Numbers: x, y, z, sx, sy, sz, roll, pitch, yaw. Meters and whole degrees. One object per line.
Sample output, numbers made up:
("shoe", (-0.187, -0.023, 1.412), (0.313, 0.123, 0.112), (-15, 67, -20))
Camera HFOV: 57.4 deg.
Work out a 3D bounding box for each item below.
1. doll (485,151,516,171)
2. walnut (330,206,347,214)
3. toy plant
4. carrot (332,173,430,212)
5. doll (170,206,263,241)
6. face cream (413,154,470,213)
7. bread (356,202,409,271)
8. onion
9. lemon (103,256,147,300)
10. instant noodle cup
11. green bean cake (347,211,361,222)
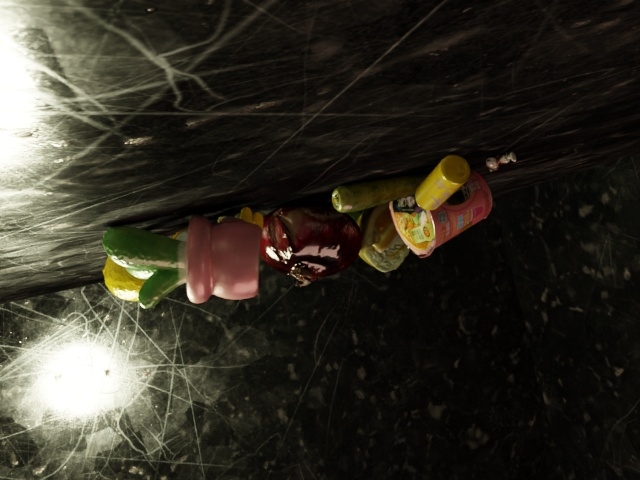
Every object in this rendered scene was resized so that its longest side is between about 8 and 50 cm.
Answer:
("doll", (0.501, -0.222, 1.629), (0.085, 0.040, 0.058), (-14, 167, 21))
("walnut", (0.000, 0.000, 1.931), (0.260, 0.225, 0.225), (-11, 178, 13))
("toy plant", (-0.315, 0.049, 1.404), (0.355, 0.211, 0.317), (-4, 171, -7))
("carrot", (0.187, -0.134, 1.559), (0.358, 0.074, 0.074), (-13, 178, -31))
("doll", (-0.298, -0.004, 1.548), (0.316, 0.103, 0.145), (-22, 180, 26))
("face cream", (0.295, -0.130, 1.508), (0.078, 0.078, 0.273), (-13, 166, -15))
("bread", (0.241, -0.054, 2.059), (0.300, 0.210, 0.341), (-46, -178, 2))
("onion", (-0.029, 0.015, 1.672), (0.313, 0.233, 0.314), (-4, 159, -1))
("lemon", (-0.518, 0.086, 1.672), (0.193, 0.181, 0.180), (11, 169, -21))
("instant noodle cup", (0.373, -0.102, 1.771), (0.254, 0.244, 0.244), (-21, -179, -20))
("green bean cake", (0.040, -0.042, 2.257), (0.247, 0.125, 0.222), (-13, 177, -2))
